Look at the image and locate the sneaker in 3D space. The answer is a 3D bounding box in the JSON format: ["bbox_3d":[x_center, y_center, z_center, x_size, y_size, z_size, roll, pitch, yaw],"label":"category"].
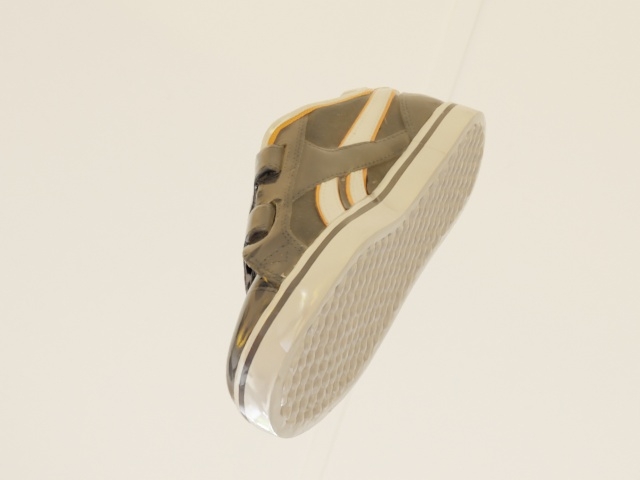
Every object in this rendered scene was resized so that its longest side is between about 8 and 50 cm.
[{"bbox_3d":[0.000,0.000,0.732,0.127,0.321,0.126,18,-50,20],"label":"sneaker"}]
